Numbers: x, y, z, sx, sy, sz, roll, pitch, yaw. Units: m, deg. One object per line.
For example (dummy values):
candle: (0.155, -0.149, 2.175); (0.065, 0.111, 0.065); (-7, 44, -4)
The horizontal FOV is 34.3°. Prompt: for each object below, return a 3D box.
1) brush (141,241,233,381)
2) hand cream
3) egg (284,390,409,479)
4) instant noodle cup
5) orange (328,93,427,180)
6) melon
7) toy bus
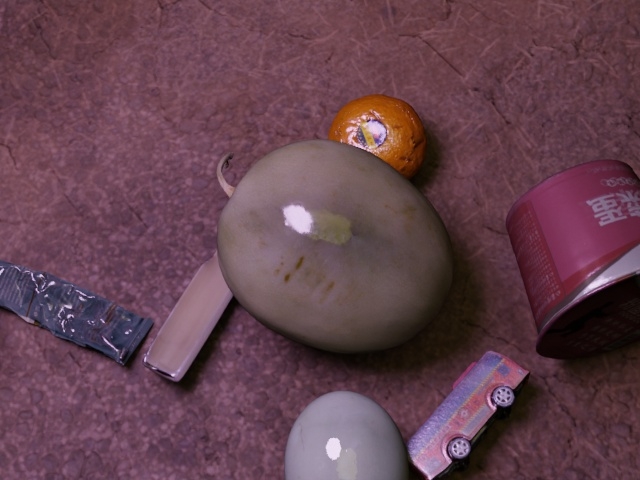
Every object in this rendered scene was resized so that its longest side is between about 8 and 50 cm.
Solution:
brush: (-0.131, 0.050, 1.387); (0.060, 0.050, 0.321); (25, 64, 12)
hand cream: (-0.350, 0.085, 1.366); (0.247, 0.052, 0.075); (22, 72, 8)
egg: (0.031, 0.277, 1.243); (0.149, 0.149, 0.192); (-5, 77, -2)
instant noodle cup: (0.349, 0.021, 1.307); (0.234, 0.235, 0.178); (-17, 62, -6)
orange: (0.079, -0.130, 1.414); (0.135, 0.117, 0.136); (-3, 75, 13)
melon: (0.015, 0.006, 1.292); (0.307, 0.272, 0.272); (7, 70, -6)
toy bus: (0.183, 0.225, 1.309); (0.077, 0.065, 0.192); (38, 74, 20)
